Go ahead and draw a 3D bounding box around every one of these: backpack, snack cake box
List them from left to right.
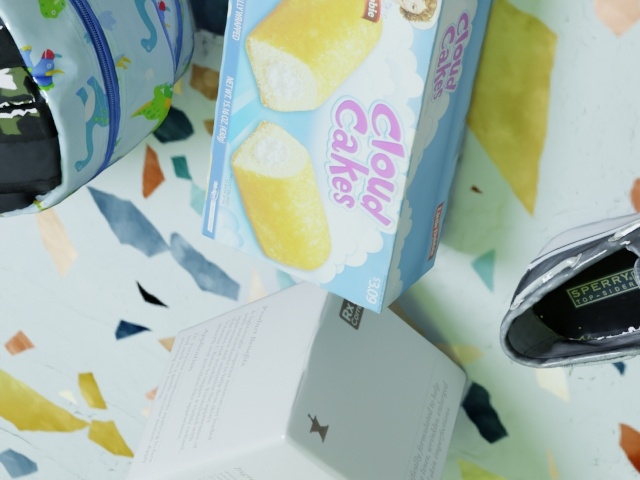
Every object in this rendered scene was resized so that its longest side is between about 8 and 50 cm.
[{"bbox_3d":[-0.266,-0.150,1.275,0.355,0.273,0.290,16,128,53],"label":"backpack"},{"bbox_3d":[0.018,-0.102,1.185,0.152,0.089,0.264,24,124,22],"label":"snack cake box"}]

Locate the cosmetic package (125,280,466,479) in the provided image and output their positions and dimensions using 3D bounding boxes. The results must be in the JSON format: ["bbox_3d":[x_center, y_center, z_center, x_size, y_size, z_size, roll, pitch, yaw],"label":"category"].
[{"bbox_3d":[-0.018,0.141,1.311,0.183,0.151,0.151,-22,129,42],"label":"cosmetic package"}]

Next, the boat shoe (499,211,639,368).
[{"bbox_3d":[0.239,0.016,1.114,0.301,0.102,0.108,-19,107,41],"label":"boat shoe"}]
